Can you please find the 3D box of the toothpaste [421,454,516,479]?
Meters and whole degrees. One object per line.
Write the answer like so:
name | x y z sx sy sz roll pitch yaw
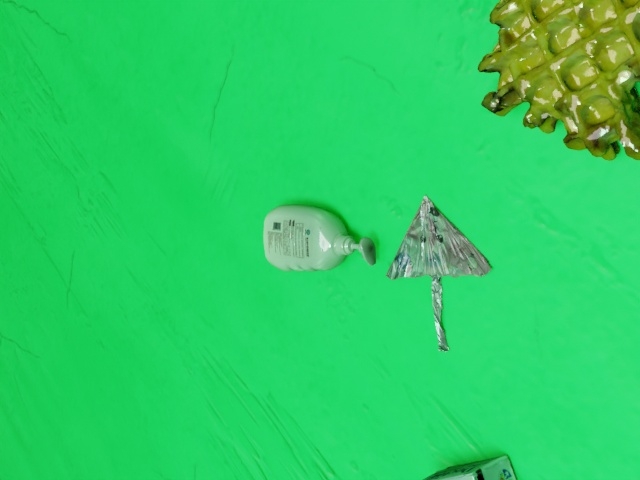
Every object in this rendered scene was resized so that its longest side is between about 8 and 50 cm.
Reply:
toothpaste | 0.183 0.372 0.781 0.081 0.067 0.336 -28 76 44

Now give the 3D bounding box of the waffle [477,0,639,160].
waffle | 0.224 -0.177 0.645 0.229 0.051 0.231 28 117 45

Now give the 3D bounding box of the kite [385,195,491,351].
kite | 0.112 0.032 0.839 0.139 0.011 0.156 -3 95 51

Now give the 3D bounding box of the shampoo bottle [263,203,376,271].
shampoo bottle | 0.000 0.000 0.931 0.152 0.045 0.077 5 99 50
